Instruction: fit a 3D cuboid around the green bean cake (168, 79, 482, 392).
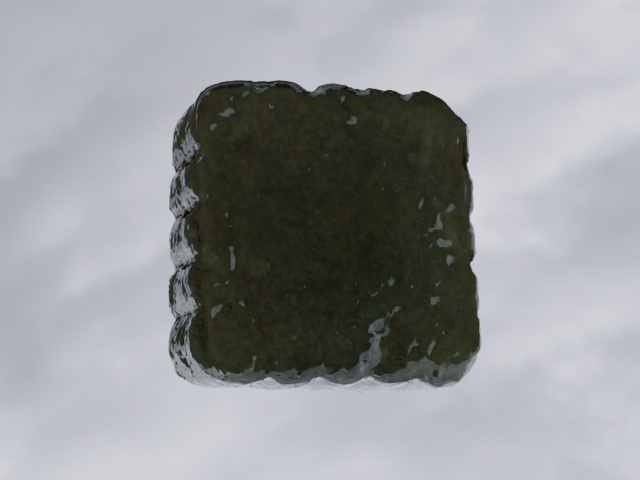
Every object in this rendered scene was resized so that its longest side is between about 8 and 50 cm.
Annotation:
[{"bbox_3d":[0.000,0.000,1.025,0.183,0.185,0.094,1,172,-18],"label":"green bean cake"}]
